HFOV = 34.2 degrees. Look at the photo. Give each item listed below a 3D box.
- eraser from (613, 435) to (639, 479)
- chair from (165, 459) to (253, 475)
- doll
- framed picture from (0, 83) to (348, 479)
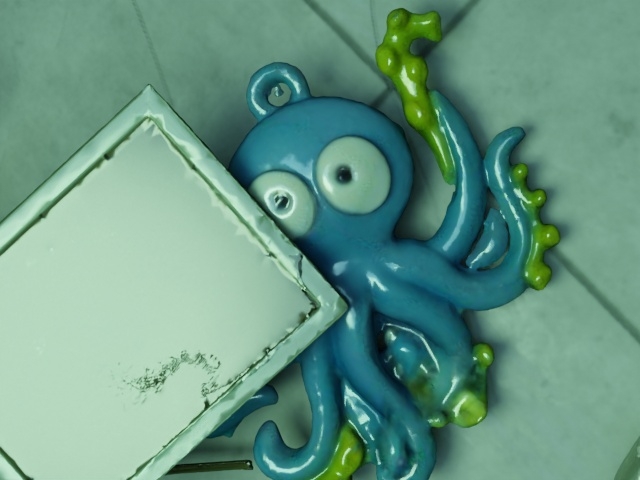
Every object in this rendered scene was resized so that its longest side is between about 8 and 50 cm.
[{"bbox_3d":[0.379,0.149,0.658,0.331,0.150,0.331,0,90,20],"label":"eraser"},{"bbox_3d":[-0.217,0.266,0.844,0.325,0.170,0.160,-5,110,20],"label":"chair"},{"bbox_3d":[0.010,0.029,0.779,0.346,0.099,0.341,-22,88,8],"label":"doll"},{"bbox_3d":[-0.148,0.058,0.740,0.273,0.016,0.216,-41,89,3],"label":"framed picture"}]
